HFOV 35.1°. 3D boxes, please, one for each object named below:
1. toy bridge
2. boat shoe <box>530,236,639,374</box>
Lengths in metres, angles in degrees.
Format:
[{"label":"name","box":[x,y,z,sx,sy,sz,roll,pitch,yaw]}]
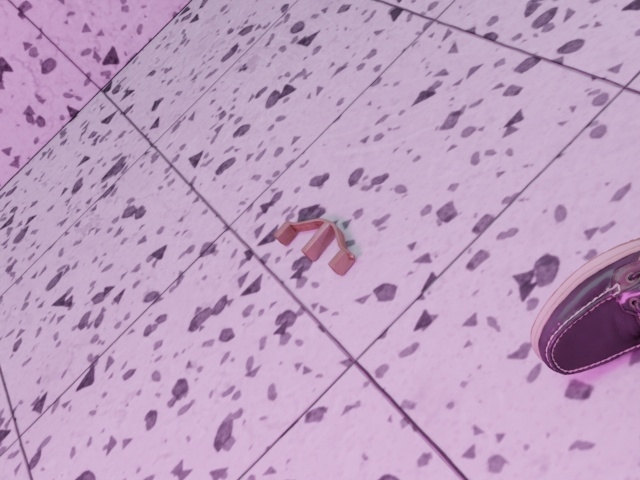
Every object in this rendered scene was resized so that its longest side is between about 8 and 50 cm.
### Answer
[{"label":"toy bridge","box":[0.000,0.000,1.502,0.063,0.026,0.188,-49,33,-10]},{"label":"boat shoe","box":[0.343,0.051,1.001,0.285,0.103,0.092,-31,29,9]}]
